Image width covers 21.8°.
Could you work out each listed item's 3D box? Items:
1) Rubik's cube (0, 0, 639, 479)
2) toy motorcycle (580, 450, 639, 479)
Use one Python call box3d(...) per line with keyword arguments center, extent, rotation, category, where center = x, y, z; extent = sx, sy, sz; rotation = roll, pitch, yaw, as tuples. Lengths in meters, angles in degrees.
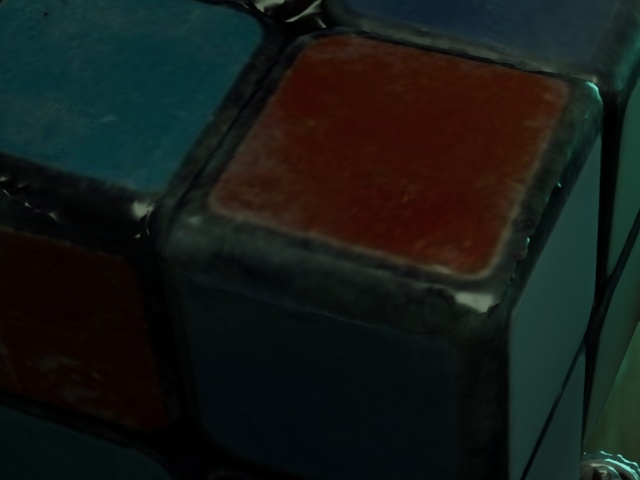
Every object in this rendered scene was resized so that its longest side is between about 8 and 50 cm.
box3d(center=(0.000, 0.000, 0.879), extent=(0.318, 0.316, 0.313), rotation=(15, 49, 20), category="Rubik's cube")
box3d(center=(0.181, 0.205, 0.909), extent=(0.123, 0.080, 0.215), rotation=(4, 41, 4), category="toy motorcycle")
